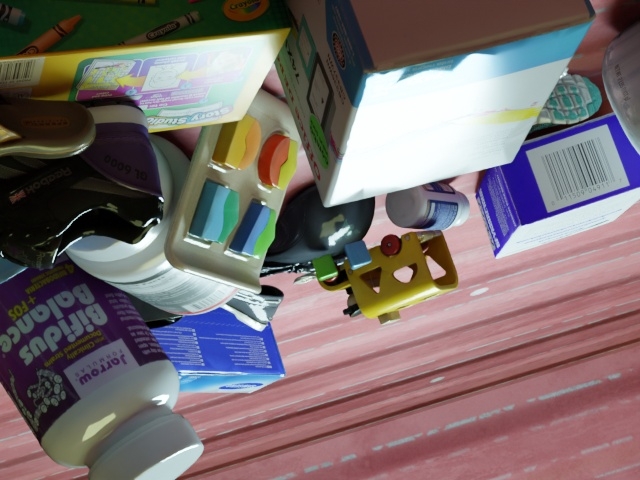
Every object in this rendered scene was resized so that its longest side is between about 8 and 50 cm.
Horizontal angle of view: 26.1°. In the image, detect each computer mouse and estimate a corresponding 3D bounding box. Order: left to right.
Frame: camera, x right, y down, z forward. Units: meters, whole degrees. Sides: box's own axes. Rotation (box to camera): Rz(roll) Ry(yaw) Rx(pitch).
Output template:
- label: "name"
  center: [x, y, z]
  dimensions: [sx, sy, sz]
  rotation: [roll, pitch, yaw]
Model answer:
- label: "computer mouse"
  center: [0.000, 0.000, 1.852]
  dimensions: [0.188, 0.072, 0.272]
  rotation: [-9, 160, -23]

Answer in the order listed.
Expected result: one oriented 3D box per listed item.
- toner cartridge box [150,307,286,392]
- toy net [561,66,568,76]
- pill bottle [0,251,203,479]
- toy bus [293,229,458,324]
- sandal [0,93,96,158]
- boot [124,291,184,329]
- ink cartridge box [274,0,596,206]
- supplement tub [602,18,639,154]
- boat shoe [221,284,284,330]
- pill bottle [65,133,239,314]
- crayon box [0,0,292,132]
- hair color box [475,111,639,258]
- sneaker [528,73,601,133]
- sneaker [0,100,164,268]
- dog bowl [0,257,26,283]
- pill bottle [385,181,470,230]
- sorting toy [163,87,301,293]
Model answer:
- label: "toner cartridge box"
  center: [-0.195, 0.117, 1.859]
  dimensions: [0.075, 0.165, 0.348]
  rotation: [-27, 159, 29]
- label: "toy net"
  center: [0.169, -0.186, 1.528]
  dimensions: [0.232, 0.045, 0.122]
  rotation: [-15, 160, -16]
- label: "pill bottle"
  center: [-0.261, 0.141, 1.521]
  dimensions: [0.169, 0.301, 0.169]
  rotation: [-34, 164, -11]
- label: "toy bus"
  center: [0.082, 0.058, 1.835]
  dimensions: [0.191, 0.104, 0.202]
  rotation: [-17, 171, -15]
- label: "sandal"
  center: [-0.261, -0.094, 1.083]
  dimensions: [0.180, 0.072, 0.049]
  rotation: [-8, 143, -27]
- label: "boot"
  center: [-0.159, 0.033, 1.690]
  dimensions: [0.198, 0.137, 0.077]
  rotation: [-18, 162, -4]
- label: "ink cartridge box"
  center: [0.079, -0.185, 1.190]
  dimensions: [0.197, 0.198, 0.270]
  rotation: [-15, 161, -12]
- label: "supplement tub"
  center: [0.492, -0.215, 1.484]
  dimensions: [0.207, 0.207, 0.338]
  rotation: [1, 153, -45]
- label: "boat shoe"
  center: [-0.123, 0.054, 1.855]
  dimensions: [0.065, 0.075, 0.206]
  rotation: [-46, 138, 6]
- label: "pill bottle"
  center: [-0.184, -0.023, 1.468]
  dimensions: [0.161, 0.161, 0.283]
  rotation: [-22, 161, 10]
- label: "crayon box"
  center: [-0.181, -0.160, 1.198]
  dimensions: [0.278, 0.081, 0.165]
  rotation: [-10, 160, -24]
- label: "hair color box"
  center: [0.315, -0.069, 1.816]
  dimensions: [0.185, 0.110, 0.339]
  rotation: [-18, 171, -1]
- label: "sneaker"
  center: [0.259, -0.159, 1.683]
  dimensions: [0.166, 0.065, 0.076]
  rotation: [-13, 178, -7]
- label: "sneaker"
  center: [-0.269, -0.034, 1.149]
  dimensions: [0.283, 0.124, 0.107]
  rotation: [-10, 161, -18]
- label: "dog bowl"
  center: [-0.359, 0.001, 1.317]
  dimensions: [0.166, 0.074, 0.297]
  rotation: [-31, -163, -22]
- label: "pill bottle"
  center: [0.148, -0.047, 1.865]
  dimensions: [0.067, 0.067, 0.120]
  rotation: [-32, 157, 35]
- label: "sorting toy"
  center: [-0.078, -0.057, 1.420]
  dimensions: [0.038, 0.208, 0.193]
  rotation: [11, 175, 26]
